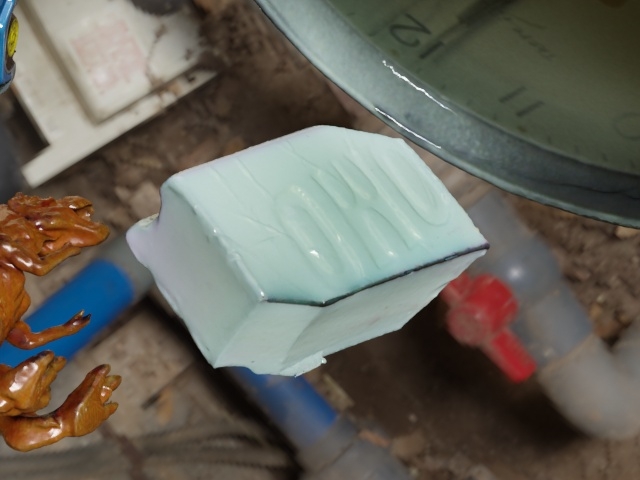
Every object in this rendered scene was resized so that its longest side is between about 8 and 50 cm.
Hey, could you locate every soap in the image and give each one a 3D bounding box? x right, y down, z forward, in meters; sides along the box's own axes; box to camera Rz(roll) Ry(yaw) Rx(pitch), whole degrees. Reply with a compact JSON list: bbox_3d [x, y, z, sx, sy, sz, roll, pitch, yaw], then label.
[{"bbox_3d":[0.000,0.000,1.062,0.145,0.230,0.091,54,134,12],"label":"soap"}]

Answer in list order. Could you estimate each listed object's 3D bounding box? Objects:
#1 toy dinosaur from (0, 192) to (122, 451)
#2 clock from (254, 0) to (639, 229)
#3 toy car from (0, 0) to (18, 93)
[{"bbox_3d":[-0.243,0.081,0.952,0.208,0.432,0.097,18,127,29],"label":"toy dinosaur"},{"bbox_3d":[0.061,-0.085,0.432,0.226,0.049,0.226,27,156,13],"label":"clock"},{"bbox_3d":[-0.256,-0.171,1.018,0.097,0.100,0.191,10,123,1],"label":"toy car"}]
